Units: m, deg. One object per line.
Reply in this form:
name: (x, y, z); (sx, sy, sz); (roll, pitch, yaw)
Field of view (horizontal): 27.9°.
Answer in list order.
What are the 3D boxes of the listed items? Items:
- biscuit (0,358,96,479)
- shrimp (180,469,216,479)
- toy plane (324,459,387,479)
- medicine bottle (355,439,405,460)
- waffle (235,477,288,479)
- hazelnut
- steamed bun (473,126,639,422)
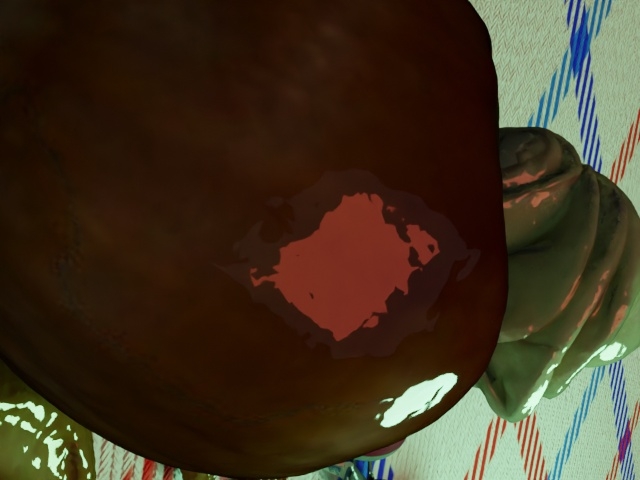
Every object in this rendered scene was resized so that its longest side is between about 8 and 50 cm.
biscuit: (-0.224, 0.156, 0.745); (0.274, 0.091, 0.213); (-7, 110, -59)
shrimp: (-0.085, 0.114, 1.046); (0.101, 0.042, 0.190); (-31, 131, -81)
toy plane: (0.043, 0.273, 1.335); (0.226, 0.058, 0.226); (62, 32, -52)
medicine bottle: (0.061, 0.111, 1.189); (0.090, 0.090, 0.216); (-49, 163, -41)
waffle: (-0.052, 0.219, 1.163); (0.083, 0.029, 0.075); (16, 88, -65)
hazelnut: (-0.060, -0.041, 0.720); (0.366, 0.366, 0.365); (-35, 132, -52)
steamed bun: (0.191, -0.001, 1.241); (0.268, 0.280, 0.207); (-35, 138, -24)
